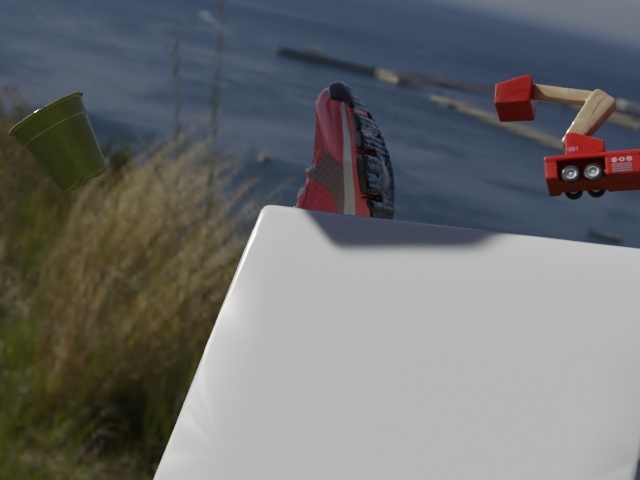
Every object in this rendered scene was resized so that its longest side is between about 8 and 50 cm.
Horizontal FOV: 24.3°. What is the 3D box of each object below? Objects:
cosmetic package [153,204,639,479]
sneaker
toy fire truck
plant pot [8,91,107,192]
[{"bbox_3d":[0.101,0.230,1.119,0.329,0.327,0.394,7,-33,21],"label":"cosmetic package"},{"bbox_3d":[0.000,0.000,1.447,0.136,0.314,0.116,-7,-9,15],"label":"sneaker"},{"bbox_3d":[0.286,-0.115,1.601,0.192,0.135,0.047,-4,-25,13],"label":"toy fire truck"},{"bbox_3d":[-0.250,-0.091,1.462,0.083,0.079,0.083,-30,1,1],"label":"plant pot"}]
